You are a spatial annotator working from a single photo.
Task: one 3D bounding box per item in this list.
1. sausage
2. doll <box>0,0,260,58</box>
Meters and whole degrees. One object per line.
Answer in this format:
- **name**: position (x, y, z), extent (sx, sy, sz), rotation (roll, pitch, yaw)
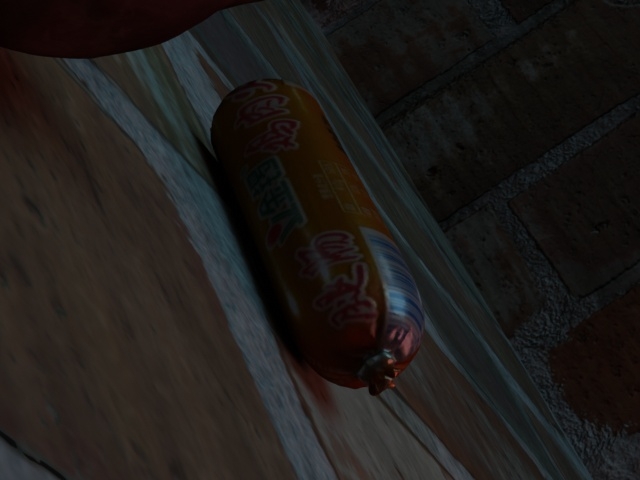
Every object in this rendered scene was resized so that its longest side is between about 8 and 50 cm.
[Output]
- **sausage**: position (0.000, 0.000, 0.802), extent (0.071, 0.071, 0.234), rotation (51, 8, -39)
- **doll**: position (-0.086, -0.195, 0.517), extent (0.196, 0.152, 0.256), rotation (148, -77, -78)
